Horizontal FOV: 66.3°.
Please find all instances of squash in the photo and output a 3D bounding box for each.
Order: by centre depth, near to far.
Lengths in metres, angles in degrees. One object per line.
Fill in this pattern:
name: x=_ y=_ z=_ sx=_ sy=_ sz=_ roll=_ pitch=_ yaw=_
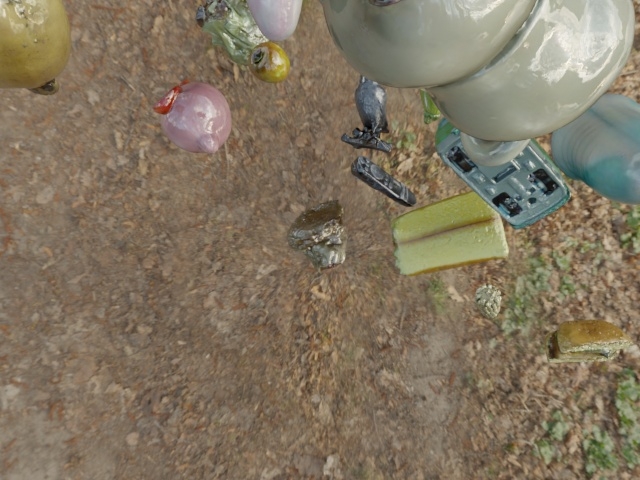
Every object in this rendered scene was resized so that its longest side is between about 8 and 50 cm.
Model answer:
squash: x=0.387 y=-0.456 z=1.669 sx=0.105 sy=0.105 sz=0.132 roll=-3 pitch=118 yaw=2

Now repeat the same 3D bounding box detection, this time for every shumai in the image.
shumai: x=-0.004 y=0.001 z=1.581 sx=0.183 sy=0.218 sz=0.186 roll=-4 pitch=118 yaw=13
shumai: x=-0.279 y=-0.721 z=1.611 sx=0.189 sy=0.218 sz=0.256 roll=-6 pitch=91 yaw=35

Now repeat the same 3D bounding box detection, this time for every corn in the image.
corn: x=0.570 y=0.207 z=1.667 sx=0.087 sy=0.211 sz=0.087 roll=-6 pitch=69 yaw=17

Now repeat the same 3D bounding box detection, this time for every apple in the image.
apple: x=-0.141 y=-0.483 z=1.349 sx=0.114 sy=0.102 sz=0.099 roll=-1 pitch=82 yaw=35

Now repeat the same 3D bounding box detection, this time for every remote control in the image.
remote control: x=0.211 y=-0.188 z=1.649 sx=0.265 sy=0.066 sz=0.090 roll=32 pitch=51 yaw=-20

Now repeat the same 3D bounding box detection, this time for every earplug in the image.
earplug: x=0.539 y=-0.148 z=0.864 sx=0.184 sy=0.324 sz=0.185 roll=5 pitch=113 yaw=11
earplug: x=-0.105 y=-0.593 z=1.061 sx=0.172 sy=0.172 sz=0.301 roll=-6 pitch=109 yaw=2

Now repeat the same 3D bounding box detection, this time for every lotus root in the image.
lotus root: x=-0.494 y=-0.326 z=0.783 sx=0.182 sy=0.310 sz=0.183 roll=4 pitch=74 yaw=-15

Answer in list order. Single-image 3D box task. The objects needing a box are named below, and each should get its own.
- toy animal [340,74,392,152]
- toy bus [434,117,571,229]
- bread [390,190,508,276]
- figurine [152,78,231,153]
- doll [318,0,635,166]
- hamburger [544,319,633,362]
toy animal: x=0.141 y=-0.329 z=1.219 sx=0.117 sy=0.121 sz=0.210 roll=1 pitch=102 yaw=-40
toy bus: x=0.453 y=-0.212 z=1.243 sx=0.343 sy=0.199 sz=0.183 roll=38 pitch=126 yaw=-23
bread: x=0.415 y=-0.019 z=1.638 sx=0.361 sy=0.245 sz=0.233 roll=-13 pitch=86 yaw=11
figurine: x=-0.292 y=-0.289 z=1.163 sx=0.173 sy=0.173 sz=0.173 roll=0 pitch=88 yaw=2
doll: x=0.167 y=-0.230 z=0.517 sx=0.226 sy=0.370 sz=0.215 roll=-57 pitch=45 yaw=13
hamburger: x=0.805 y=0.297 z=1.480 sx=0.261 sy=0.124 sz=0.131 roll=4 pitch=53 yaw=-17
